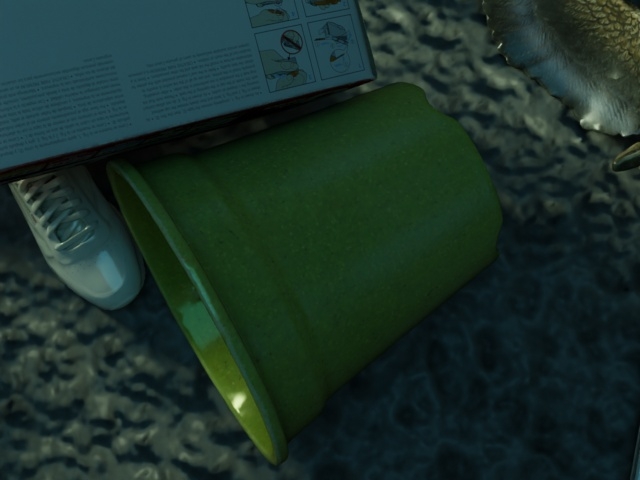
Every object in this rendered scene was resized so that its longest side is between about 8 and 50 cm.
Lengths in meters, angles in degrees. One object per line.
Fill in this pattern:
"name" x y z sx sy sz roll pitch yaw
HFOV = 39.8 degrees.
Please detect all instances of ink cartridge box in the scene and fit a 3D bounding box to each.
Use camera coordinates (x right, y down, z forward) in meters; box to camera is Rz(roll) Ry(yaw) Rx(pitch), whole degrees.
"ink cartridge box" -0.159 -0.139 0.727 0.309 0.271 0.130 -18 98 -25

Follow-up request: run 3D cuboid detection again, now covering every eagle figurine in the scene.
"eagle figurine" 0.311 -0.193 0.805 0.226 0.225 0.298 11 40 -34

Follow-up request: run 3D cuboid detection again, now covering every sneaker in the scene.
"sneaker" -0.247 -0.038 0.822 0.090 0.095 0.235 -33 81 -6

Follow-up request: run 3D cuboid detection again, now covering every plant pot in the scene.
"plant pot" 0.000 0.000 0.738 0.253 0.276 0.276 -30 80 -15

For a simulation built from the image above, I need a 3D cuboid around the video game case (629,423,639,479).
"video game case" 0.382 0.197 0.774 0.203 0.025 0.285 13 77 8
